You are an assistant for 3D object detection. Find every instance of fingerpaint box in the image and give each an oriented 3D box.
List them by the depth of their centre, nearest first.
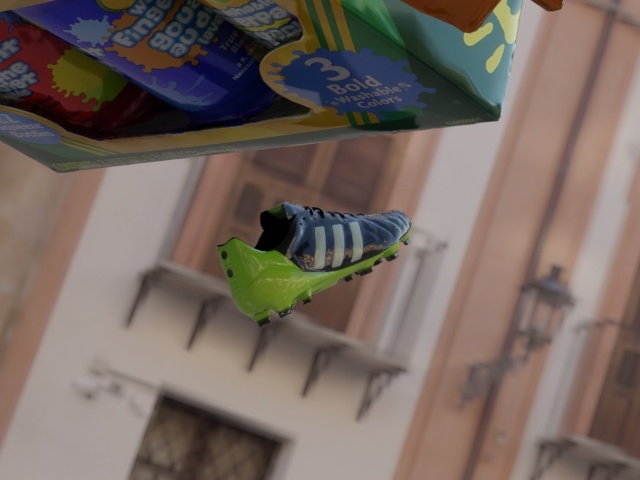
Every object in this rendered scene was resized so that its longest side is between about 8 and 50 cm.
[{"bbox_3d":[-0.146,-0.197,1.308,0.445,0.163,0.371,-4,-24,41],"label":"fingerpaint box"}]

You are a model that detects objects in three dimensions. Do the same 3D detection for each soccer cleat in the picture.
[{"bbox_3d":[0.000,0.000,1.387,0.060,0.072,0.179,-25,1,45],"label":"soccer cleat"}]

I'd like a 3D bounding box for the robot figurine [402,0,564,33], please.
[{"bbox_3d":[0.121,-0.156,0.465,0.211,0.291,0.085,29,-30,-16],"label":"robot figurine"}]
